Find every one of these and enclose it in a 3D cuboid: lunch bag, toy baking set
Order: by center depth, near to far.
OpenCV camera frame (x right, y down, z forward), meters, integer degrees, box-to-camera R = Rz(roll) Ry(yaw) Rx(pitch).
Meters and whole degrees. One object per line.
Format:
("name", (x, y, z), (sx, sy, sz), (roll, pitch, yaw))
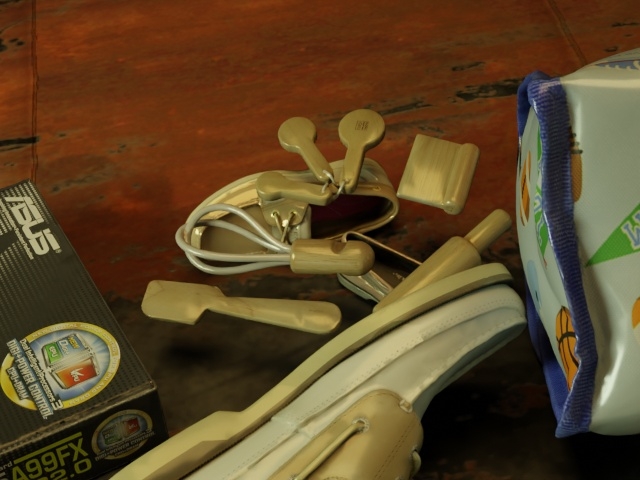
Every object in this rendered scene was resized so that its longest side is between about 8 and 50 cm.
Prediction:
("lunch bag", (0.286, -0.016, 0.812), (0.327, 0.239, 0.385), (-3, 8, 6))
("toy baking set", (0.006, 0.003, 0.939), (0.196, 0.030, 0.256), (33, 65, 29))

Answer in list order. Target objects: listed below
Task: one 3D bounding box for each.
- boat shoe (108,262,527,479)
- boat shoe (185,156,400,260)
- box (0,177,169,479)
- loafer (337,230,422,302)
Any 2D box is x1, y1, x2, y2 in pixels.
("boat shoe", (0.012, 0.127, 0.800), (0.302, 0.113, 0.103), (-32, 70, -11))
("boat shoe", (-0.019, -0.019, 1.000), (0.170, 0.063, 0.059), (-18, 36, -14))
("box", (-0.258, 0.081, 0.920), (0.216, 0.060, 0.270), (-22, 43, -17))
("loafer", (0.062, 0.031, 0.949), (0.125, 0.039, 0.045), (24, 49, 31))
